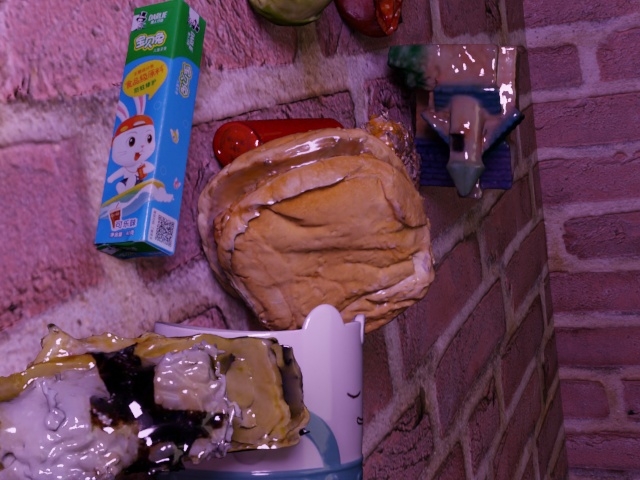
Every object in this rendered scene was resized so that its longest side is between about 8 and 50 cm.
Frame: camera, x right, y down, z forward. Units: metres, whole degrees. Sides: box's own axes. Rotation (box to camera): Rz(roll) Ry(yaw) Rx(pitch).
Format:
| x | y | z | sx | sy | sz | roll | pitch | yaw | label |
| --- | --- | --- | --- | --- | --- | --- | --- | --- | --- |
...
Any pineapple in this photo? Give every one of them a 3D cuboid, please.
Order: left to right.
| x | y | z | sx | sy | sz | roll | pitch | yaw | label |
| --- | --- | --- | --- | --- | --- | --- | --- | --- | --- |
| 0.128 | -0.129 | 1.512 | 0.225 | 0.076 | 0.225 | -3 | 90 | -67 | pineapple |

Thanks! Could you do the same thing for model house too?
| x | y | z | sx | sy | sz | roll | pitch | yaw | label |
| --- | --- | --- | --- | --- | --- | --- | --- | --- | --- |
| 0.258 | -0.216 | 1.606 | 0.312 | 0.245 | 0.280 | -24 | 116 | -73 | model house |

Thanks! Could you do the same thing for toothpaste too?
| x | y | z | sx | sy | sz | roll | pitch | yaw | label |
| --- | --- | --- | --- | --- | --- | --- | --- | --- | --- |
| -0.171 | -0.114 | 0.872 | 0.050 | 0.065 | 0.267 | 33 | 58 | -57 | toothpaste |

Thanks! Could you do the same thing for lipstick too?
| x | y | z | sx | sy | sz | roll | pitch | yaw | label |
| --- | --- | --- | --- | --- | --- | --- | --- | --- | --- |
| -0.046 | -0.128 | 1.140 | 0.279 | 0.073 | 0.073 | -17 | 103 | -65 | lipstick |

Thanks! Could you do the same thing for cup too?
| x | y | z | sx | sy | sz | roll | pitch | yaw | label |
| --- | --- | --- | --- | --- | --- | --- | --- | --- | --- |
| -0.063 | 0.200 | 0.915 | 0.290 | 0.219 | 0.258 | 92 | -2 | -84 | cup |

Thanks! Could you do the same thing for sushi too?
| x | y | z | sx | sy | sz | roll | pitch | yaw | label |
| --- | --- | --- | --- | --- | --- | --- | --- | --- | --- |
| -0.154 | 0.130 | 0.698 | 0.131 | 0.290 | 0.139 | 173 | -90 | -75 | sushi |

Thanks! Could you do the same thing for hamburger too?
| x | y | z | sx | sy | sz | roll | pitch | yaw | label |
| --- | --- | --- | --- | --- | --- | --- | --- | --- | --- |
| -0.001 | 0.000 | 1.003 | 0.145 | 0.259 | 0.283 | -108 | 179 | -48 | hamburger |

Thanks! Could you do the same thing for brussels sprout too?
| x | y | z | sx | sy | sz | roll | pitch | yaw | label |
| --- | --- | --- | --- | --- | --- | --- | --- | --- | --- |
| -0.040 | -0.371 | 1.122 | 0.145 | 0.131 | 0.183 | 1 | 86 | -43 | brussels sprout |

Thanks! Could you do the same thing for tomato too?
| x | y | z | sx | sy | sz | roll | pitch | yaw | label |
| --- | --- | --- | --- | --- | --- | --- | --- | --- | --- |
| 0.075 | -0.449 | 1.414 | 0.228 | 0.101 | 0.228 | 5 | 90 | -69 | tomato |

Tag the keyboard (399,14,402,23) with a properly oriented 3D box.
| x | y | z | sx | sy | sz | roll | pitch | yaw | label |
| --- | --- | --- | --- | --- | --- | --- | --- | --- | --- |
| 0.134 | -0.516 | 1.648 | 0.063 | 0.010 | 0.198 | -43 | 126 | -61 | keyboard |
